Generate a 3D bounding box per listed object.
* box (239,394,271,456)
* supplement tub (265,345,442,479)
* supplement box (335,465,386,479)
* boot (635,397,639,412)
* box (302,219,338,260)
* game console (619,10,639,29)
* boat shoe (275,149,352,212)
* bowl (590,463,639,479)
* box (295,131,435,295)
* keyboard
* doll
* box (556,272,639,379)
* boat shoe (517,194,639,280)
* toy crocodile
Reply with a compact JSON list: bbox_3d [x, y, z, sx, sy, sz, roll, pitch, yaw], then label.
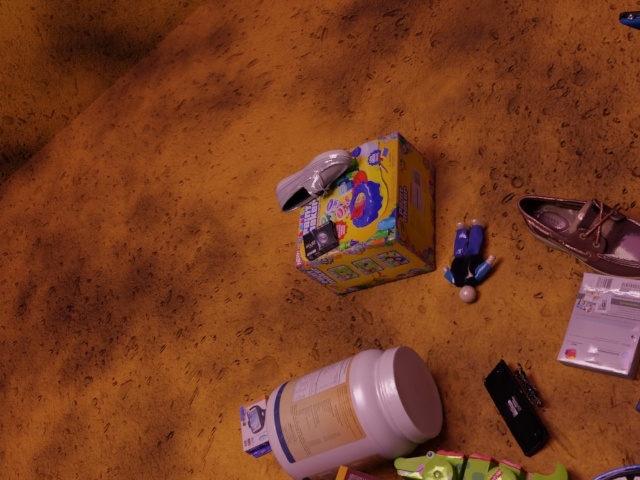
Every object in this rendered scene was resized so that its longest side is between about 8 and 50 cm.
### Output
[{"bbox_3d":[-0.151,0.446,2.086,0.081,0.028,0.136,-29,47,23],"label":"box"},{"bbox_3d":[0.070,0.360,1.808,0.316,0.228,0.228,-25,51,26],"label":"supplement tub"},{"bbox_3d":[0.140,0.537,1.665,0.194,0.191,0.129,7,69,42],"label":"supplement box"},{"bbox_3d":[0.640,0.285,1.498,0.190,0.069,0.086,14,81,52],"label":"boot"},{"bbox_3d":[0.000,0.000,1.986,0.083,0.018,0.067,-29,48,25],"label":"box"},{"bbox_3d":[0.801,-0.517,1.783,0.293,0.250,0.173,8,97,43],"label":"game console"},{"bbox_3d":[-0.012,-0.132,2.046,0.227,0.079,0.081,-29,55,33],"label":"boat shoe"},{"bbox_3d":[0.537,0.548,1.399,0.391,0.077,0.391,-20,55,30],"label":"bowl"},{"bbox_3d":[0.110,-0.058,2.071,0.279,0.177,0.290,-18,54,33],"label":"box"},{"bbox_3d":[0.396,0.320,1.709,0.100,0.038,0.192,-58,39,31],"label":"keyboard"},{"bbox_3d":[0.328,0.046,1.915,0.129,0.046,0.189,-12,57,36],"label":"doll"},{"bbox_3d":[0.549,0.160,1.664,0.145,0.038,0.186,7,69,43],"label":"box"},{"bbox_3d":[0.536,-0.019,1.724,0.342,0.123,0.123,30,85,46],"label":"boat shoe"},{"bbox_3d":[0.299,0.447,1.645,0.340,0.115,0.105,-1,58,37],"label":"toy crocodile"}]
